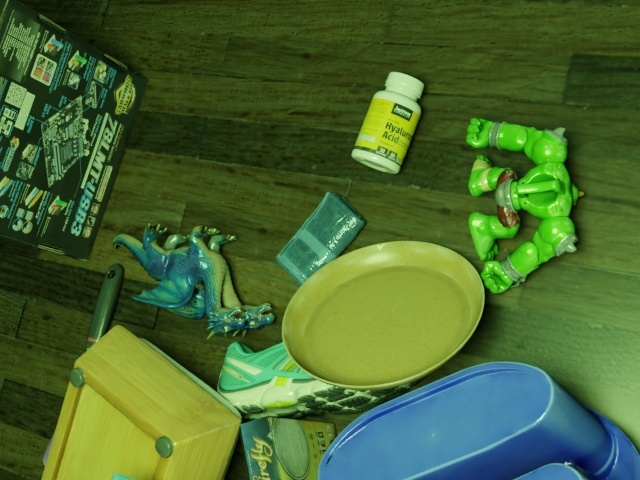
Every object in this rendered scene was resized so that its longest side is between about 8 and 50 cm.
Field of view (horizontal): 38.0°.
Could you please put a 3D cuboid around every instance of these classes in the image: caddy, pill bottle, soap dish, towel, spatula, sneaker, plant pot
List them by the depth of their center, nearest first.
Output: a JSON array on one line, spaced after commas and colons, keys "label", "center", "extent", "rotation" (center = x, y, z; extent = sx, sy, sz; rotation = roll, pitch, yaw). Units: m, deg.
[{"label": "caddy", "center": [0.161, 0.279, 0.958], "extent": [0.341, 0.179, 0.241], "rotation": [-26, 43, 20]}, {"label": "plant pot", "center": [0.072, 0.088, 1.067], "extent": [0.236, 0.032, 0.236], "rotation": [-12, 38, 9]}, {"label": "sneaker", "center": [-0.008, 0.150, 1.119], "extent": [0.275, 0.107, 0.110], "rotation": [-10, 64, 25]}, {"label": "soap dish", "center": [-0.235, 0.286, 1.149], "extent": [0.229, 0.118, 0.291], "rotation": [31, 111, 30]}, {"label": "pill bottle", "center": [0.087, -0.147, 1.159], "extent": [0.065, 0.065, 0.116], "rotation": [19, 87, 30]}, {"label": "towel", "center": [0.000, 0.000, 1.189], "extent": [0.119, 0.029, 0.067], "rotation": [-49, 62, 8]}, {"label": "spatula", "center": [-0.321, 0.176, 1.313], "extent": [0.084, 0.030, 0.296], "rotation": [7, 80, 28]}]

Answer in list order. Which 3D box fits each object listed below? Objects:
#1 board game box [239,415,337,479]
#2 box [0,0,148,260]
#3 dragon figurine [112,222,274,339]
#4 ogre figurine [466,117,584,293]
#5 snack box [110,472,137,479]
[{"label": "board game box", "center": [-0.011, 0.324, 1.038], "extent": [0.042, 0.165, 0.243], "rotation": [-21, 68, 22]}, {"label": "box", "center": [-0.391, -0.143, 1.277], "extent": [0.073, 0.293, 0.295], "rotation": [16, 86, 28]}, {"label": "dragon figurine", "center": [-0.194, 0.056, 1.244], "extent": [0.289, 0.085, 0.144], "rotation": [3, 79, 27]}, {"label": "ogre figurine", "center": [0.227, -0.046, 1.046], "extent": [0.118, 0.097, 0.197], "rotation": [-9, 62, 37]}, {"label": "snack box", "center": [-0.205, 0.420, 1.055], "extent": [0.060, 0.187, 0.322], "rotation": [-91, 25, -61]}]
